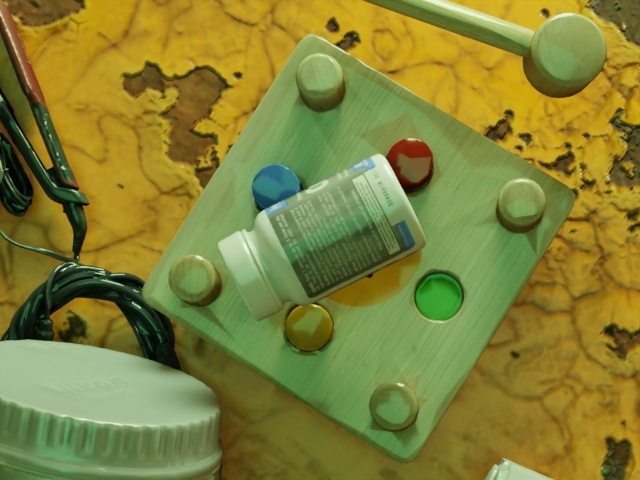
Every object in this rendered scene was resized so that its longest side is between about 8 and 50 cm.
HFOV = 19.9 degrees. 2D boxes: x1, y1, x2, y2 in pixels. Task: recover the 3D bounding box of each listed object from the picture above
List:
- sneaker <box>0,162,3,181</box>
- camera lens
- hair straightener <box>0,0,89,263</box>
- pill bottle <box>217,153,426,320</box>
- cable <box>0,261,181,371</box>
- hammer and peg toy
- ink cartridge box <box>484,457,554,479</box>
[{"bbox_3d":[-0.410,-0.036,1.449,0.321,0.126,0.127,-27,70,6],"label":"sneaker"},{"bbox_3d":[-0.193,0.232,1.338,0.219,0.219,0.274,13,100,3],"label":"camera lens"},{"bbox_3d":[-0.257,-0.082,1.492,0.089,0.047,0.230,-24,88,0],"label":"hair straightener"},{"bbox_3d":[0.000,0.000,1.323,0.137,0.078,0.078,-26,84,0],"label":"pill bottle"},{"bbox_3d":[-0.187,0.109,1.468,0.151,0.047,0.184,-18,88,5],"label":"cable"},{"bbox_3d":[0.053,-0.043,1.430,0.266,0.127,0.361,31,86,7],"label":"hammer and peg toy"},{"bbox_3d":[0.199,0.286,1.385,0.218,0.092,0.158,24,63,3],"label":"ink cartridge box"}]
